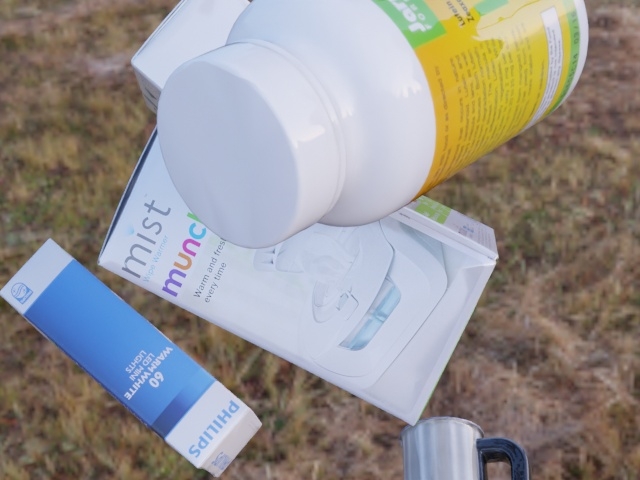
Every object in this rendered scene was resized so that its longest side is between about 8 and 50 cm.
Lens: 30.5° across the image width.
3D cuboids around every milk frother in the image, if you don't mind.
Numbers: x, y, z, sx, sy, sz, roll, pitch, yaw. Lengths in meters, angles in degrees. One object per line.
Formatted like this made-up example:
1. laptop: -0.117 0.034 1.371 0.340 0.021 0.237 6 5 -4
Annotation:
1. milk frother: 0.139 0.263 1.132 0.129 0.143 0.135 2 53 0

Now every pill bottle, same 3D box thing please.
1. pill bottle: 0.032 -0.090 0.657 0.136 0.136 0.245 16 34 38

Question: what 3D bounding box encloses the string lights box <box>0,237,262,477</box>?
1. string lights box: -0.184 0.121 1.164 0.259 0.133 0.077 38 79 11

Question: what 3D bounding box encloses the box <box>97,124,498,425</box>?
1. box: 0.000 0.000 0.847 0.231 0.127 0.262 25 7 4

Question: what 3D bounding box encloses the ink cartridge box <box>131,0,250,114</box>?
1. ink cartridge box: -0.069 -0.128 1.175 0.117 0.207 0.283 -49 3 -5
